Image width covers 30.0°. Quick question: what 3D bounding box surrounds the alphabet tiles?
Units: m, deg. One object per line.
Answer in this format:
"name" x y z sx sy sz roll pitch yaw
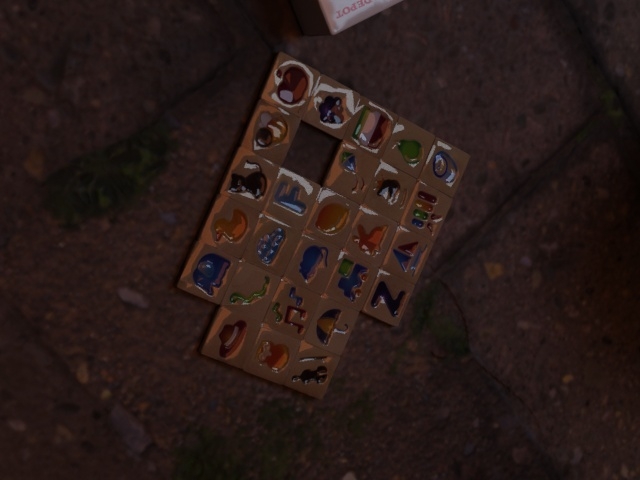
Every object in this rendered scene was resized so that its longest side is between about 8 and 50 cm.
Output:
"alphabet tiles" 0.000 0.000 0.950 0.198 0.009 0.237 25 87 -29

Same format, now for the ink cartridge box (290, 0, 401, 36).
"ink cartridge box" 0.012 -0.224 0.892 0.088 0.052 0.122 -30 112 -20
